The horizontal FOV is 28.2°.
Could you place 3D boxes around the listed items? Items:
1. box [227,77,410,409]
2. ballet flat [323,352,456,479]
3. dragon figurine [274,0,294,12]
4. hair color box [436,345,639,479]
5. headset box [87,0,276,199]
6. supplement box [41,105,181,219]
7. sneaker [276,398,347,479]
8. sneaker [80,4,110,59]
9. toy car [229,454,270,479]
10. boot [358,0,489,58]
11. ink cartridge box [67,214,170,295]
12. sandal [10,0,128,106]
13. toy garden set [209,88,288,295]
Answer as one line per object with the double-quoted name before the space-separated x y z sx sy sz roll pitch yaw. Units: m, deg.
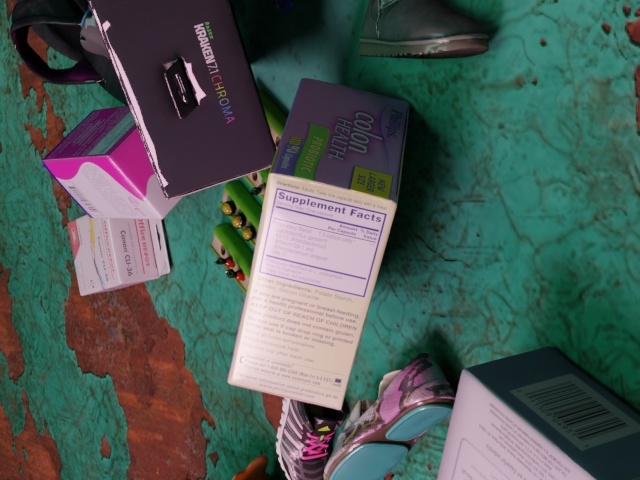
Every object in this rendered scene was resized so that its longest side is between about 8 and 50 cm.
"box" 0.000 0.000 1.257 0.213 0.117 0.243 -77 0 -58
"ballet flat" 0.070 0.190 1.353 0.221 0.077 0.079 -52 38 44
"dragon figurine" -0.060 -0.381 1.366 0.144 0.085 0.289 -8 93 57
"hair color box" 0.190 0.307 1.155 0.185 0.113 0.374 40 129 45
"headset box" -0.151 -0.216 1.353 0.283 0.131 0.246 -110 2 -56
"supplement box" -0.257 -0.103 1.685 0.111 0.114 0.220 52 156 -24
"sneaker" -0.008 0.216 1.472 0.075 0.063 0.170 18 109 60
"sneaker" -0.162 -0.349 1.529 0.139 0.125 0.341 29 120 0
"toy car" -0.115 0.379 1.571 0.219 0.210 0.238 8 82 27
"boot" 0.088 -0.276 1.199 0.189 0.076 0.208 13 103 52
"ink cartridge box" -0.293 0.010 1.845 0.198 0.067 0.115 -16 85 57
"sandal" -0.352 -0.280 1.776 0.446 0.107 0.167 35 150 47
"toy garden set" -0.067 -0.021 1.510 0.204 0.049 0.244 50 137 38
